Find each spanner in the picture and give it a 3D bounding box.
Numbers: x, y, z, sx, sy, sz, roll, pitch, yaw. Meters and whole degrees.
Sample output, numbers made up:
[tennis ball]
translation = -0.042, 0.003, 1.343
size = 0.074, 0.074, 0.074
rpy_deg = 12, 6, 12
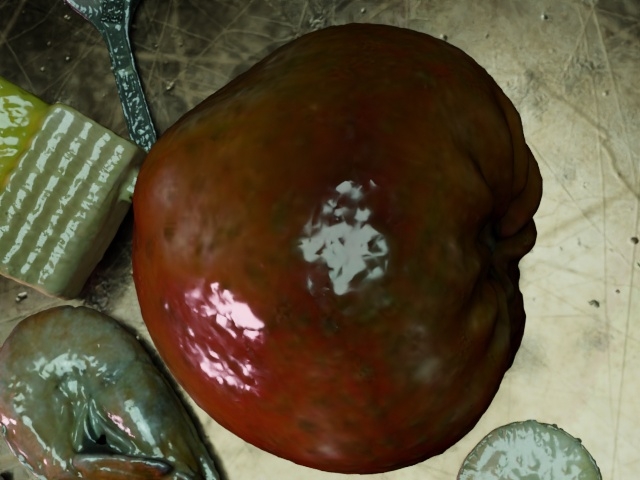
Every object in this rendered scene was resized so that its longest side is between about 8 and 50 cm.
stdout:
[spanner]
translation = -0.218, -0.180, 1.235
size = 0.093, 0.026, 0.326
rpy_deg = -17, 79, 5

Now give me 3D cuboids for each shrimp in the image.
[shrimp]
translation = -0.217, 0.206, 1.129
size = 0.168, 0.077, 0.317
rpy_deg = -33, 76, -15

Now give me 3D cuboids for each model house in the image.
[model house]
translation = -0.307, -0.057, 1.147
size = 0.234, 0.175, 0.193
rpy_deg = 27, 84, 14

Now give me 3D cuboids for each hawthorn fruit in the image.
[hawthorn fruit]
translation = 0.000, 0.000, 1.014
size = 0.402, 0.403, 0.403
rpy_deg = -1, 80, 7

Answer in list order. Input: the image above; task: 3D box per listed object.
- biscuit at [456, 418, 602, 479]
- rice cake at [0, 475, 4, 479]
[biscuit]
translation = 0.209, 0.254, 1.104
size = 0.152, 0.020, 0.152
rpy_deg = -1, 79, 7
[rice cake]
translation = -0.332, 0.347, 1.149
size = 0.043, 0.034, 0.211
rpy_deg = -16, 79, 13
